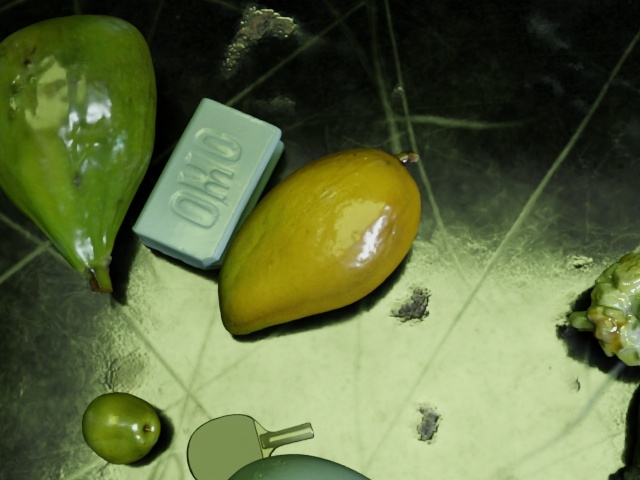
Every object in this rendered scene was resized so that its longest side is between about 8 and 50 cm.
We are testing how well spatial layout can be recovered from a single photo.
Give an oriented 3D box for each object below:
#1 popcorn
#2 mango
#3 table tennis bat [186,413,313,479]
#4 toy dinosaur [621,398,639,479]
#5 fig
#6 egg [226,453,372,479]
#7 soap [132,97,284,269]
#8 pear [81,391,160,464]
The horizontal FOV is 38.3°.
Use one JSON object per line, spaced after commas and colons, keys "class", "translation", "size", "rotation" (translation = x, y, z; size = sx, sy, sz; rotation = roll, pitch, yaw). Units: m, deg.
{"class": "popcorn", "translation": [0.386, 0.082, 1.088], "size": [0.141, 0.162, 0.135], "rotation": [36, 41, -11]}
{"class": "mango", "translation": [0.000, 0.000, 1.131], "size": [0.317, 0.119, 0.176], "rotation": [-36, 79, 1]}
{"class": "table tennis bat", "translation": [-0.085, 0.248, 1.110], "size": [0.157, 0.013, 0.087], "rotation": [-14, 73, -1]}
{"class": "toy dinosaur", "translation": [0.428, 0.257, 1.084], "size": [0.187, 0.087, 0.179], "rotation": [49, 44, -1]}
{"class": "fig", "translation": [-0.304, -0.121, 1.112], "size": [0.233, 0.233, 0.314], "rotation": [-4, 62, 1]}
{"class": "egg", "translation": [0.008, 0.346, 0.978], "size": [0.283, 0.203, 0.203], "rotation": [37, 79, 8]}
{"class": "soap", "translation": [-0.141, -0.069, 1.178], "size": [0.119, 0.066, 0.198], "rotation": [23, 76, 11]}
{"class": "pear", "translation": [-0.239, 0.222, 1.091], "size": [0.097, 0.092, 0.092], "rotation": [-1, 68, 46]}
